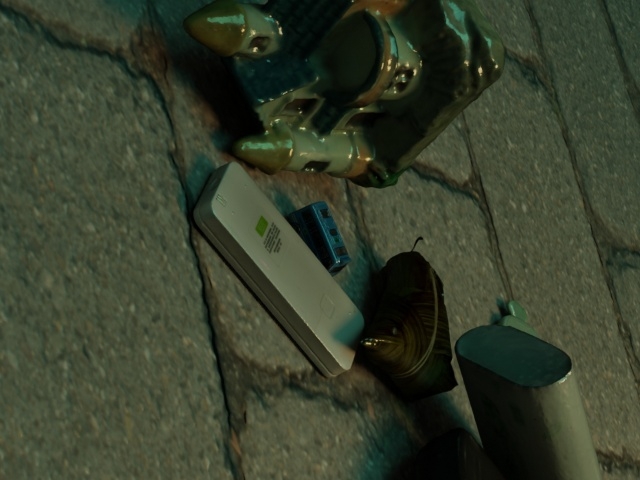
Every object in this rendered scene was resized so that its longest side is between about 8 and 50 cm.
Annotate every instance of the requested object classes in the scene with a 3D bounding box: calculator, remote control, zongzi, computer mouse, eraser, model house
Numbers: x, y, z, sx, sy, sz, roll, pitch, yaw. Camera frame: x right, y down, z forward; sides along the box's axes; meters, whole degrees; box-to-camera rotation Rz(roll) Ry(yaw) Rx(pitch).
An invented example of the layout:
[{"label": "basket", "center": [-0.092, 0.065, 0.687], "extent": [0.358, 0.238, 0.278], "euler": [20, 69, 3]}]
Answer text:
[{"label": "calculator", "center": [0.263, 0.151, 2.204], "extent": [0.095, 0.021, 0.153], "euler": [29, 45, -44]}, {"label": "remote control", "center": [-0.041, 0.032, 1.813], "extent": [0.250, 0.034, 0.103], "euler": [51, 32, -22]}, {"label": "zongzi", "center": [0.081, 0.069, 1.911], "extent": [0.184, 0.084, 0.187], "euler": [38, 37, -51]}, {"label": "computer mouse", "center": [0.185, 0.342, 1.855], "extent": [0.269, 0.100, 0.170], "euler": [53, 15, -18]}, {"label": "eraser", "center": [0.245, 0.222, 1.930], "extent": [0.081, 0.174, 0.227], "euler": [-33, 120, -25]}, {"label": "model house", "center": [-0.009, -0.193, 1.835], "extent": [0.325, 0.267, 0.194], "euler": [0, 54, -44]}]

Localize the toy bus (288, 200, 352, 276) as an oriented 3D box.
[{"label": "toy bus", "center": [0.000, 0.000, 1.889], "extent": [0.038, 0.046, 0.083], "euler": [-11, 76, -59]}]
